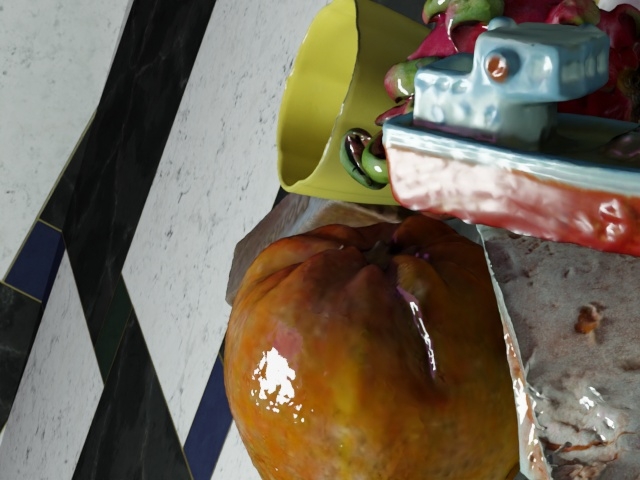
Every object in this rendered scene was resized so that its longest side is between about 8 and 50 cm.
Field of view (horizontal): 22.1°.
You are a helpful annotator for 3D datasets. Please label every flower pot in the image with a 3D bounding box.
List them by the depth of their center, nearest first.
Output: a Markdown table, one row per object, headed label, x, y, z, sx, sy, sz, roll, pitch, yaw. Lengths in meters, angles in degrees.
| label | x | y | z | sx | sy | sz | roll | pitch | yaw |
| --- | --- | --- | --- | --- | --- | --- | --- | --- | --- |
| flower pot | 0.073 | -0.119 | 1.559 | 0.195 | 0.179 | 0.195 | -166 | 90 | -71 |

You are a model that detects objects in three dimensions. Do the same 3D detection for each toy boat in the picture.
| label | x | y | z | sx | sy | sz | roll | pitch | yaw |
| --- | --- | --- | --- | --- | --- | --- | --- | --- | --- |
| toy boat | 0.208 | -0.070 | 1.087 | 0.331 | 0.145 | 0.133 | 13 | 110 | 30 |

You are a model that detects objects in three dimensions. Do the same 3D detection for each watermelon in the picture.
| label | x | y | z | sx | sy | sz | roll | pitch | yaw |
| --- | --- | --- | --- | --- | --- | --- | --- | --- | --- |
| watermelon | 0.191 | 0.106 | 1.072 | 0.224 | 0.180 | 0.305 | -51 | 30 | 26 |

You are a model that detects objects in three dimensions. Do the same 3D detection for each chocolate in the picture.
| label | x | y | z | sx | sy | sz | roll | pitch | yaw |
| --- | --- | --- | --- | --- | --- | --- | --- | --- | --- |
| chocolate | 0.000 | 0.000 | 1.771 | 0.321 | 0.112 | 0.112 | 137 | 145 | -56 |

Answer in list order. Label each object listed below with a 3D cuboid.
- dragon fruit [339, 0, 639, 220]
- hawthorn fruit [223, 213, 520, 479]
| label | x | y | z | sx | sy | sz | roll | pitch | yaw |
| --- | --- | --- | --- | --- | --- | --- | --- | --- | --- |
| dragon fruit | 0.146 | -0.101 | 1.319 | 0.198 | 0.218 | 0.273 | 48 | 141 | 13 |
| hawthorn fruit | 0.054 | 0.133 | 1.340 | 0.277 | 0.277 | 0.298 | -119 | 30 | -63 |
